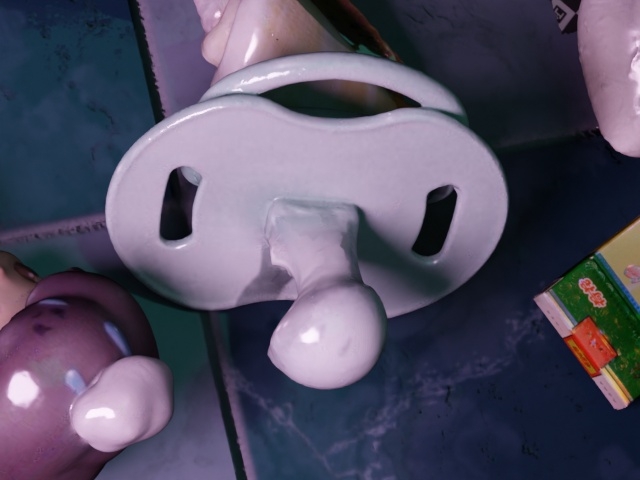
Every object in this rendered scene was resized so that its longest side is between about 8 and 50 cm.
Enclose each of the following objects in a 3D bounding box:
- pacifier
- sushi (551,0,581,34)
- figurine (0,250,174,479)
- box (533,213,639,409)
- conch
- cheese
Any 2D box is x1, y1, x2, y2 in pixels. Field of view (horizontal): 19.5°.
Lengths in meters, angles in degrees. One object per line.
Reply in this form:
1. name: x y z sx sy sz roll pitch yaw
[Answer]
1. pacifier: 0.000 0.000 1.530 0.343 0.288 0.269 0 43 -11
2. sushi: 0.270 -0.270 1.793 0.120 0.026 0.126 -16 84 -18
3. figurine: -0.281 0.046 1.505 0.206 0.218 0.365 -40 87 9
4. box: 0.326 0.037 1.742 0.235 0.034 0.132 -36 90 -18
5. conch: -0.018 -0.144 1.660 0.255 0.127 0.158 45 31 -22
6. cheese: 0.329 -0.185 1.723 0.198 0.154 0.189 -21 103 -22
